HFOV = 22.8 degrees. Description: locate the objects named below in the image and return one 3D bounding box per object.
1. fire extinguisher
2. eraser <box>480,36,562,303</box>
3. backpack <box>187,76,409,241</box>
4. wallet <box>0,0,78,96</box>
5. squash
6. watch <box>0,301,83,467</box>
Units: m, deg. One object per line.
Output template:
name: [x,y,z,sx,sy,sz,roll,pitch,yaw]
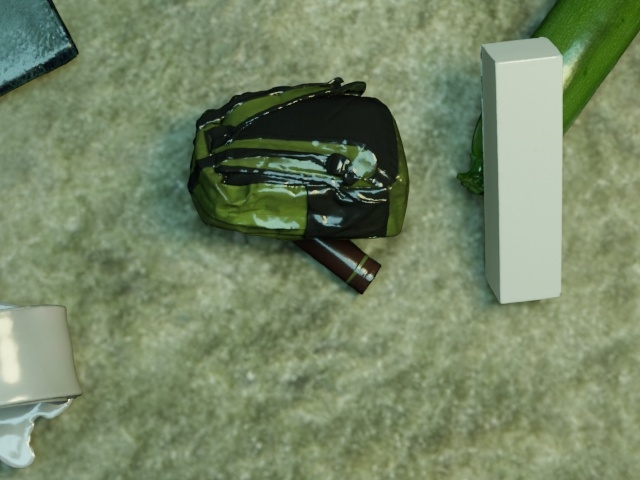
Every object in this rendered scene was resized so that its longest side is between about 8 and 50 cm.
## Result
fire extinguisher: [0.000,0.000,1.891,0.158,0.043,0.064,38,50,1]
eraser: [0.232,-0.079,1.831,0.078,0.076,0.298,-6,114,-7]
backpack: [-0.027,-0.089,1.826,0.253,0.140,0.207,-2,40,-7]
wallet: [-0.489,-0.209,1.879,0.379,0.046,0.191,-29,84,-8]
squash: [0.297,-0.217,1.917,0.107,0.107,0.395,37,80,1]
watch: [-0.385,0.165,1.739,0.244,0.231,0.196,-11,85,-10]
